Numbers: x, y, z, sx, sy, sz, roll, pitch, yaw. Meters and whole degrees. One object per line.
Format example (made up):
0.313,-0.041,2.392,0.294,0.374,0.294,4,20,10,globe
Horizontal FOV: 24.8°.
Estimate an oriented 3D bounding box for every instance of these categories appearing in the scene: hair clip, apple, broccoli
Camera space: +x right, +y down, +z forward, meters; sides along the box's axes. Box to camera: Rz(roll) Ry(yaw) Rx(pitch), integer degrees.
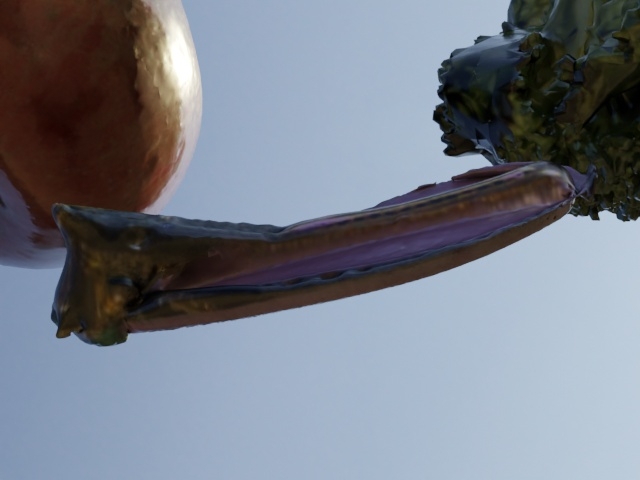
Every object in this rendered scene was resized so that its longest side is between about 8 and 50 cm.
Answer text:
0.000,0.001,0.901,0.358,0.096,0.110,-8,-14,1,hair clip
-0.237,-0.139,1.170,0.269,0.344,0.345,-61,-32,-31,apple
0.250,-0.145,1.161,0.317,0.277,0.338,80,-149,-52,broccoli
